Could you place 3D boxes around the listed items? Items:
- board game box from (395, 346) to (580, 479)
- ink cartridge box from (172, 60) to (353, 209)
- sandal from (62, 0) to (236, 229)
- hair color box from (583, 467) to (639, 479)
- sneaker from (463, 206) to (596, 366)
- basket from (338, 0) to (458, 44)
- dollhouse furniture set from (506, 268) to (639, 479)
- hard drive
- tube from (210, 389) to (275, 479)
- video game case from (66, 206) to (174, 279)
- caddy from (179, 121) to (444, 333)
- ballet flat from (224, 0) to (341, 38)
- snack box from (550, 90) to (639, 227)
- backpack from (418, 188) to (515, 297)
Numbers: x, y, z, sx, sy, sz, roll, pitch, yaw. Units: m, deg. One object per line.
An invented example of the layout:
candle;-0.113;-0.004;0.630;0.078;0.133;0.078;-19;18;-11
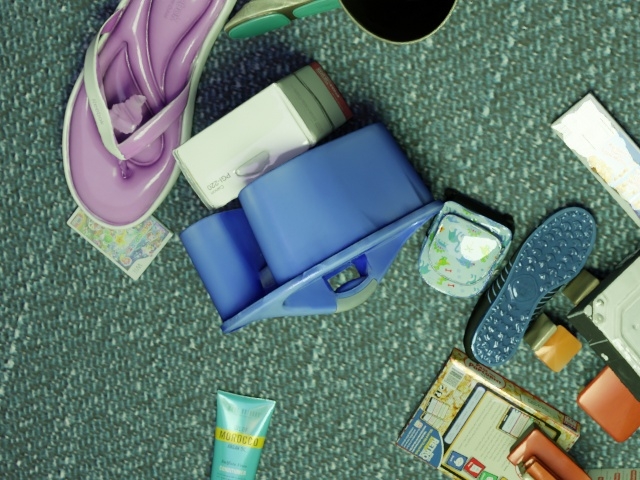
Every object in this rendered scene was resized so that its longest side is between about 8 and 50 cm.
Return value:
board game box;0.218;0.252;1.994;0.193;0.045;0.147;32;109;2
ink cartridge box;-0.066;-0.130;1.857;0.158;0.218;0.092;-32;96;18
sandal;-0.231;-0.206;1.931;0.169;0.102;0.416;23;107;5
hair color box;0.408;0.330;1.950;0.167;0.093;0.053;-2;105;13
sneaker;0.254;0.054;1.918;0.081;0.090;0.232;38;87;-8
basket;0.102;-0.340;1.759;0.154;0.227;0.204;-8;103;14
dollhouse furniture set;0.354;0.208;1.875;0.262;0.135;0.259;42;94;-3
hard drive;0.488;0.140;1.825;0.237;0.064;0.339;-40;90;-18
tube;-0.117;0.308;2.084;0.080;0.052;0.207;10;101;-1
video game case;-0.267;-0.017;2.041;0.122;0.011;0.087;40;109;-1
caddy;0.000;0.000;1.824;0.241;0.341;0.179;-32;87;39
ballet flat;-0.042;-0.297;1.902;0.168;0.057;0.052;-15;74;12
snack box;0.365;-0.096;1.878;0.064;0.022;0.178;-41;94;18
backpack;0.177;0.013;1.916;0.105;0.084;0.114;26;112;6
